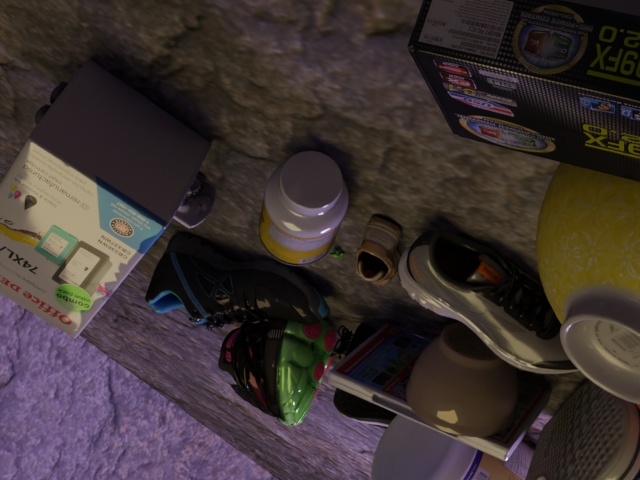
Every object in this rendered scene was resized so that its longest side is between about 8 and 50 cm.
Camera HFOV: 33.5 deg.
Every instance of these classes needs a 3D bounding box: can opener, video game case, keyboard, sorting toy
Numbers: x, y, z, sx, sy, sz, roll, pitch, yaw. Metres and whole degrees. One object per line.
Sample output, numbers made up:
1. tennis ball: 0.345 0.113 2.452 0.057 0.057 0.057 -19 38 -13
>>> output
1. can opener: -0.280 -0.112 1.542 0.283 0.076 0.095 34 159 -9
2. video game case: 0.180 0.218 1.587 0.285 0.204 0.025 21 116 22
3. keyboard: 0.067 0.179 1.685 0.100 0.192 0.038 24 117 2
4. sorting toy: 0.000 0.000 1.523 0.083 0.012 0.062 30 160 0

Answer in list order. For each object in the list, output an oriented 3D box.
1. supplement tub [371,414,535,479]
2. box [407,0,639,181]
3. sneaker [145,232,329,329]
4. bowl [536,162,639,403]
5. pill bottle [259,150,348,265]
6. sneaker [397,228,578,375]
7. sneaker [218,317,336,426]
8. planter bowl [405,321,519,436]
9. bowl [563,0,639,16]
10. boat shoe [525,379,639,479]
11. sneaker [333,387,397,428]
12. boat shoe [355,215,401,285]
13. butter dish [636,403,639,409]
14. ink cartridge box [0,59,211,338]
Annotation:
1. supplement tub: 0.280 0.442 1.876 0.331 0.241 0.241 38 158 -23
2. box: 0.216 -0.101 0.780 0.270 0.060 0.216 17 174 17
3. sneaker: -0.139 0.098 1.763 0.341 0.139 0.125 14 153 33
4. bowl: 0.304 0.054 0.954 0.289 0.156 0.289 31 151 19
5. pill bottle: -0.021 -0.041 1.320 0.103 0.103 0.184 28 160 3
6. sneaker: 0.222 0.075 1.284 0.272 0.100 0.108 28 155 4
7. sneaker: -0.097 0.236 1.976 0.202 0.185 0.483 24 159 2
8. planter bowl: 0.207 0.184 1.499 0.162 0.162 0.109 21 121 23
9. bowl: 0.181 -0.197 0.747 0.142 0.053 0.142 20 158 27
10. boat shoe: 0.405 0.317 1.509 0.156 0.186 0.500 21 164 8
11. sneaker: 0.130 0.335 2.049 0.235 0.084 0.097 13 156 38
12. boat shoe: 0.072 0.027 1.422 0.063 0.059 0.170 24 159 14
13. butter dish: 0.440 0.198 1.253 0.160 0.118 0.160 36 159 -20
14. ink cartridge box: -0.315 -0.050 1.407 0.198 0.197 0.270 34 129 -12
